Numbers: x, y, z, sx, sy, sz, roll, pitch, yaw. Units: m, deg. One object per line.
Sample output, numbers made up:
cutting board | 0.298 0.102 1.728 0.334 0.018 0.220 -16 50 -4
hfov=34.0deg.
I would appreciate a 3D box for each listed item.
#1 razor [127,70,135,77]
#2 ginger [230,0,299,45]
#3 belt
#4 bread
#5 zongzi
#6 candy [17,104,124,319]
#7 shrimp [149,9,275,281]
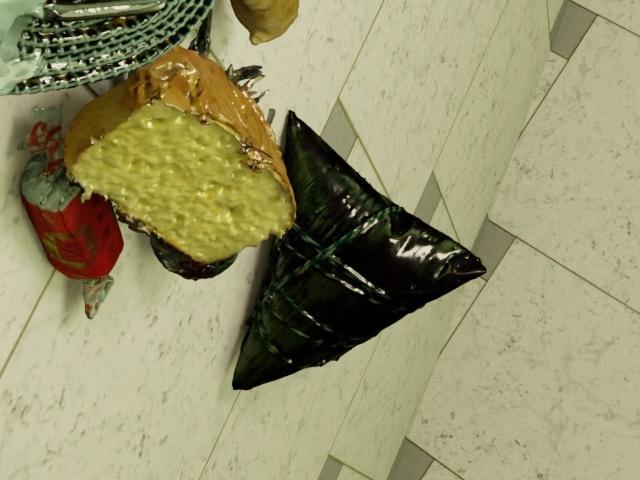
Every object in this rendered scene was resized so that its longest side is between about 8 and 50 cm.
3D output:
razor | -0.191 -0.155 1.118 0.106 0.068 0.232 -47 155 -45
ginger | -0.083 -0.365 1.067 0.363 0.122 0.348 -47 137 -67
belt | -0.200 -0.230 0.807 0.257 0.150 0.207 -16 144 -38
bread | -0.135 -0.096 1.049 0.160 0.147 0.260 -31 145 20
zongzi | 0.000 0.000 1.604 0.383 0.362 0.319 -36 -175 38
candy | -0.252 -0.023 1.076 0.086 0.059 0.292 -58 158 -31
shrimp | -0.126 -0.125 1.224 0.172 0.137 0.372 -96 -158 -63
